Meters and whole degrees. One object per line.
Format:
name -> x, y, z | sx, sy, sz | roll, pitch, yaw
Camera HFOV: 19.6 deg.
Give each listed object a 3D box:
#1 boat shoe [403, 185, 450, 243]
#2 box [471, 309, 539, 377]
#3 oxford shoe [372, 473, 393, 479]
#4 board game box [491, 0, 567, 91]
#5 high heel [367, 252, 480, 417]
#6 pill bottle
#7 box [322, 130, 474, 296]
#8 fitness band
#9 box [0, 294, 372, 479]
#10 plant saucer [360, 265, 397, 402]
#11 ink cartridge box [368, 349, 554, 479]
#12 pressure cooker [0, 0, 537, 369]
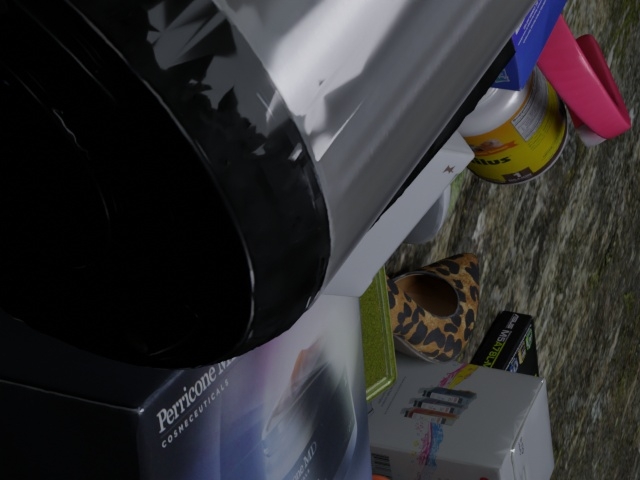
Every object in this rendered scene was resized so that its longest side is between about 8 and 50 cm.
boat shoe -> 0.080, -0.118, 1.638 | 0.084, 0.095, 0.258 | -48, 142, -43
box -> 0.195, 0.206, 2.075 | 0.191, 0.045, 0.184 | -54, 143, -43
oxford shoe -> 0.042, 0.322, 1.746 | 0.098, 0.097, 0.271 | -54, 155, -60
board game box -> 0.102, -0.272, 1.459 | 0.347, 0.233, 0.078 | -60, 149, -36
high heel -> 0.081, 0.030, 1.697 | 0.261, 0.093, 0.186 | -44, 141, -43
pill bottle -> 0.157, -0.137, 1.771 | 0.215, 0.117, 0.117 | 39, 64, -62
box -> -0.009, -0.070, 1.160 | 0.091, 0.170, 0.130 | 7, 130, -46
fitness band -> 0.217, -0.209, 1.776 | 0.209, 0.054, 0.291 | 52, 15, -33
box -> -0.103, 0.146, 1.240 | 0.296, 0.182, 0.294 | -46, 138, -52
plant saucer -> -0.004, 0.090, 1.517 | 0.188, 0.045, 0.188 | -33, 133, -31
ink cartridge box -> 0.116, 0.198, 1.739 | 0.127, 0.176, 0.128 | -56, 147, -41
pressure cooker -> -0.054, -0.193, 0.921 | 0.420, 0.370, 0.375 | -54, -176, -28
